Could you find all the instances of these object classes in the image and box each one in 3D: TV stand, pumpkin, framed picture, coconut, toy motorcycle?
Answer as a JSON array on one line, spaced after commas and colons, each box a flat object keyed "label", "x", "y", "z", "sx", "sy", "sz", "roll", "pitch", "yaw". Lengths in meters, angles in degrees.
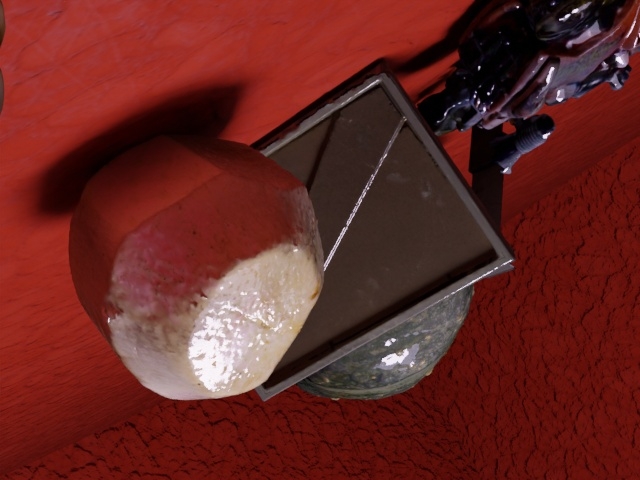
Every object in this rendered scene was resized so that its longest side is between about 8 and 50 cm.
[{"label": "TV stand", "x": 0.195, "y": -0.081, "z": 1.331, "sx": 0.040, "sy": 0.256, "sz": 0.049, "roll": 30, "pitch": 144, "yaw": -33}, {"label": "pumpkin", "x": 0.044, "y": 0.047, "z": 1.402, "sx": 0.257, "sy": 0.291, "sz": 0.328, "roll": -21, "pitch": 161, "yaw": 2}, {"label": "framed picture", "x": 0.000, "y": 0.000, "z": 1.200, "sx": 0.315, "sy": 0.232, "sz": 0.024, "roll": -31, "pitch": -170, "yaw": 22}, {"label": "coconut", "x": -0.108, "y": 0.021, "z": 1.021, "sx": 0.197, "sy": 0.237, "sz": 0.237, "roll": -30, "pitch": 173, "yaw": -19}, {"label": "toy motorcycle", "x": 0.200, "y": -0.164, "z": 1.202, "sx": 0.207, "sy": 0.134, "sz": 0.401, "roll": -16, "pitch": 165, "yaw": -32}]

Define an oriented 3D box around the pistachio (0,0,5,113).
[{"label": "pistachio", "x": -0.233, "y": -0.055, "z": 0.354, "sx": 0.260, "sy": 0.163, "sz": 0.213, "roll": -18, "pitch": 155, "yaw": 18}]
